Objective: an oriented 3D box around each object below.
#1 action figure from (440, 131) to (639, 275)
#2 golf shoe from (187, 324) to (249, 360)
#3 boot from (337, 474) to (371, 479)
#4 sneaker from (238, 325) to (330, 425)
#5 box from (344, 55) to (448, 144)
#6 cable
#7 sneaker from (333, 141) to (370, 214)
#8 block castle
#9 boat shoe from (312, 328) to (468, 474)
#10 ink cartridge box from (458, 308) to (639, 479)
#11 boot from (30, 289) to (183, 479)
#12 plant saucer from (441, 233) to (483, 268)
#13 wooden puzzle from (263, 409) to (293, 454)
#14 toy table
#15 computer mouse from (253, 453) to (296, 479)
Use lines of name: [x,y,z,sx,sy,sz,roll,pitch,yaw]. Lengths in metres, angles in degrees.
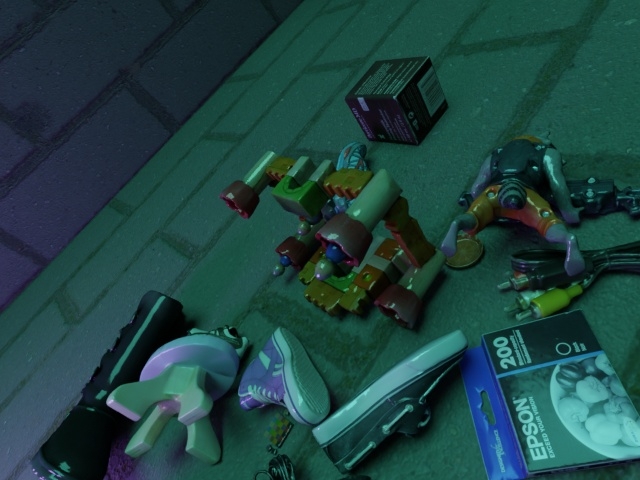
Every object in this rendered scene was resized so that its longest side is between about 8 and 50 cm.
action figure: [0.390,-0.091,0.705,0.340,0.179,0.330,-3,38,32]
golf shoe: [-0.251,0.251,1.012,0.198,0.077,0.094,17,53,39]
boot: [0.032,0.426,0.621,0.121,0.045,0.099,-32,36,22]
sneaker: [-0.080,0.294,0.781,0.161,0.102,0.282,-47,17,-2]
box: [0.216,-0.396,1.162,0.203,0.168,0.167,22,69,49]
cable: [0.438,0.049,0.666,0.286,0.072,0.140,-15,26,11]
sneaker: [0.101,-0.162,1.113,0.125,0.104,0.262,9,59,20]
block castle: [0.000,0.000,0.852,0.213,0.303,0.453,-52,39,-13]
boat shoe: [0.128,0.263,0.657,0.301,0.108,0.102,-39,74,4]
ink cartridge box: [0.313,0.220,0.589,0.208,0.045,0.207,-24,42,22]
boot: [-0.480,0.336,1.005,0.366,0.146,0.446,-12,42,54]
plant saucer: [0.287,0.022,0.825,0.083,0.013,0.084,-22,43,21]
wooden puzzle: [-0.082,0.372,0.797,0.049,0.006,0.083,14,63,46]
toy table: [-0.295,0.333,0.847,0.274,0.252,0.161,-49,17,28]
computer mouse: [-0.137,0.499,0.671,0.272,0.072,0.189,-28,45,9]
